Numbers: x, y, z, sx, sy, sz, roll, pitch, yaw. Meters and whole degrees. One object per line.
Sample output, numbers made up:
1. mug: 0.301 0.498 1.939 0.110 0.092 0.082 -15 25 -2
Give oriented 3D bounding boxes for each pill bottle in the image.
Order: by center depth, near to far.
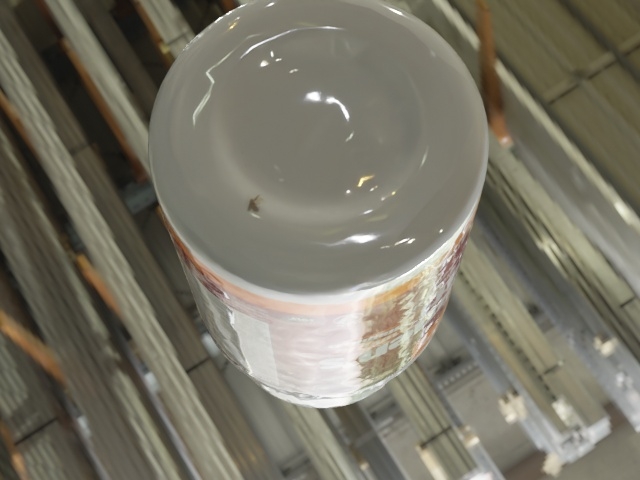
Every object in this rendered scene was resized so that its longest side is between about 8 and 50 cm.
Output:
1. pill bottle: 0.000 0.000 0.485 0.121 0.121 0.221 56 -11 18
